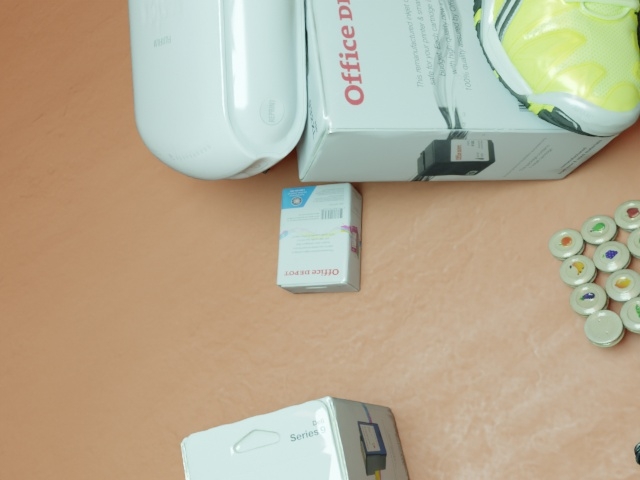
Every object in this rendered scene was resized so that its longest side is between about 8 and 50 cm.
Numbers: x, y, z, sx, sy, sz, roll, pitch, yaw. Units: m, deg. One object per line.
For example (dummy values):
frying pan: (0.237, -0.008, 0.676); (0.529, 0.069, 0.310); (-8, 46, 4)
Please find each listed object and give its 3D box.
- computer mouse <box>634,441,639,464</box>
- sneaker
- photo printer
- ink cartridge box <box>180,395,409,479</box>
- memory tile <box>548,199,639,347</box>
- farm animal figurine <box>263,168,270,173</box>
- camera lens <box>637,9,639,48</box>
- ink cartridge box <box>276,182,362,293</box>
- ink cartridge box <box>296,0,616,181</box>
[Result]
computer mouse: (0.347, 0.120, 0.744); (0.105, 0.042, 0.193); (-9, 71, 20)
sneaker: (0.229, -0.280, 0.712); (0.145, 0.147, 0.385); (1, 69, -17)
photo printer: (-0.114, -0.216, 0.783); (0.256, 0.107, 0.308); (11, 105, 56)
ink cartridge box: (-0.017, 0.222, 0.760); (0.154, 0.212, 0.093); (-19, 68, 15)
memory tile: (0.303, 0.031, 0.780); (0.113, 0.012, 0.148); (-25, 49, 17)
farm animal figurine: (-0.067, -0.255, 0.952); (0.330, 0.172, 0.327); (-7, 72, 20)
camera lens: (0.440, -0.186, 0.705); (0.219, 0.219, 0.274); (-32, 65, 9)
ink cartridge box: (0.000, 0.000, 0.913); (0.088, 0.052, 0.123); (-4, 71, 21)
ink cartridge box: (0.125, -0.184, 0.800); (0.307, 0.129, 0.223); (-2, 70, -15)
